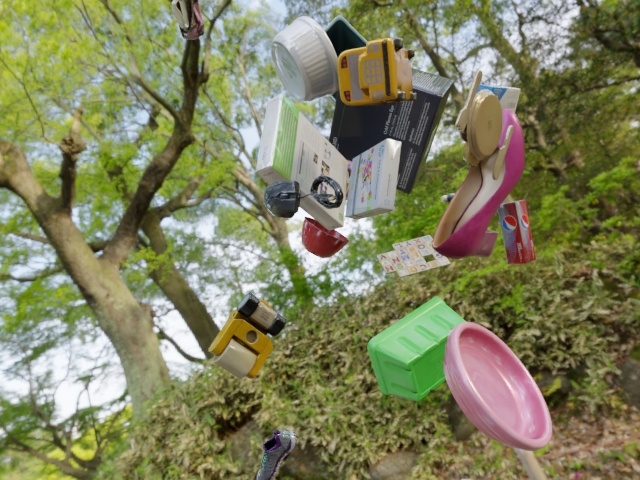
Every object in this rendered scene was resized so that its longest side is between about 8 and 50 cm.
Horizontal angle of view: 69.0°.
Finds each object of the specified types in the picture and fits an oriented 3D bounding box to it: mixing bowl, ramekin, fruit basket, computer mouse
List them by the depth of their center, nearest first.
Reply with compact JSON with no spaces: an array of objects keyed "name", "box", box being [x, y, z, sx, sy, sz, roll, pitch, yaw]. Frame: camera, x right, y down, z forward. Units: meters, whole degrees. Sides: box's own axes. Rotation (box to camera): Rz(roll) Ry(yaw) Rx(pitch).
[{"name":"computer mouse","box":[-0.042,-0.078,0.826,0.041,0.071,0.242,3,-1,-34]},{"name":"ramekin","box":[-0.058,-0.593,1.565,0.127,0.273,0.273,-33,-17,-13]},{"name":"mixing bowl","box":[0.000,0.000,1.647,0.181,0.181,0.098,14,-72,-59]},{"name":"fruit basket","box":[0.330,0.397,1.744,0.392,0.283,0.392,-15,21,6]}]

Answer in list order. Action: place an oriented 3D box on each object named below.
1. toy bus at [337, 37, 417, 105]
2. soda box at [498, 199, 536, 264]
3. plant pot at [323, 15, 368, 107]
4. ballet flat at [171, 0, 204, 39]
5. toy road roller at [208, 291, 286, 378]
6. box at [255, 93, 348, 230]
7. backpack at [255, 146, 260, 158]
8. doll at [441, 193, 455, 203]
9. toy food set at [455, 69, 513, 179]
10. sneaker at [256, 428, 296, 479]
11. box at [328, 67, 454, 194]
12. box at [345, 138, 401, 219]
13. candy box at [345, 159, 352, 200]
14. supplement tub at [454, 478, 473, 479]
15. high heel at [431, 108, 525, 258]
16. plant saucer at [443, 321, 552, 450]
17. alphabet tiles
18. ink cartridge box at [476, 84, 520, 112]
[{"name":"toy bus","box":[0.124,-0.338,0.964,0.130,0.108,0.333,-1,16,19]},{"name":"soda box","box":[0.833,-0.035,1.978,0.083,0.263,0.092,-12,2,-37]},{"name":"plant pot","box":[0.076,-0.667,1.846,0.247,0.248,0.252,-45,-1,3]},{"name":"ballet flat","box":[-0.359,-0.636,1.210,0.079,0.077,0.221,-51,-34,-44]},{"name":"toy road roller","box":[-0.314,0.390,1.920,0.240,0.202,0.329,-23,31,58]},{"name":"box","box":[-0.036,-0.199,1.244,0.058,0.232,0.322,-13,-33,31]},{"name":"backpack","box":[-0.139,-0.318,1.661,0.173,0.158,0.117,9,-65,-15]},{"name":"doll","box":[0.599,-0.171,1.975,0.189,0.046,0.129,4,-19,42]},{"name":"toy food set","box":[0.284,-0.203,0.834,0.038,0.132,0.192,12,-15,43]},{"name":"sneaker","box":[-0.178,0.733,1.596,0.098,0.083,0.223,28,-81,-28]},{"name":"box","box":[0.211,-0.377,1.500,0.179,0.312,0.343,-53,-19,-49]},{"name":"box","box":[0.111,-0.127,1.019,0.038,0.145,0.186,10,-6,-18]},{"name":"candy box","box":[0.048,-0.199,1.442,0.053,0.187,0.109,36,-96,-49]},{"name":"supplement tub","box":[0.147,0.573,0.831,0.331,0.241,0.241,-8,-19,3]},{"name":"high heel","box":[0.374,-0.138,1.112,0.181,0.377,0.127,5,4,-34]},{"name":"plant saucer","box":[0.426,0.363,1.160,0.332,0.332,0.084,2,-41,-48]},{"name":"alphabet tiles","box":[0.343,0.061,1.772,0.237,0.198,0.009,-14,-55,-5]},{"name":"ink cartridge box","box":[0.621,-0.438,1.686,0.134,0.078,0.231,-4,-65,-23]}]
